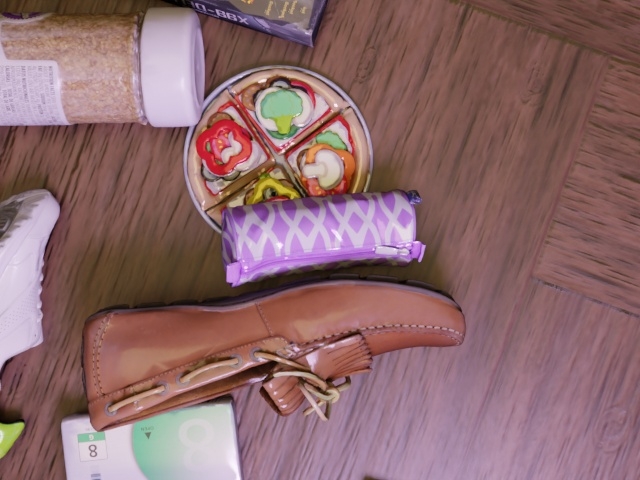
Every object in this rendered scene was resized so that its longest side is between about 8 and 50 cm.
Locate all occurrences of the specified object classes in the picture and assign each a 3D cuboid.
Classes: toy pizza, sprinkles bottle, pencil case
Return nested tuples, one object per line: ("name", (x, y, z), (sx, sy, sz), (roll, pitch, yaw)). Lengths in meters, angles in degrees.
("toy pizza", (-0.045, -0.086, 1.212), (0.201, 0.032, 0.201), (0, 89, 1))
("sprinkles bottle", (-0.300, -0.175, 1.175), (0.356, 0.121, 0.121), (0, 90, 1))
("pencil case", (0.000, 0.000, 1.164), (0.206, 0.088, 0.086), (-7, 134, -11))

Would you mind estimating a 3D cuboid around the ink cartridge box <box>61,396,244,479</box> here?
("ink cartridge box", (-0.167, 0.284, 1.203), (0.181, 0.056, 0.224), (-7, 88, 2))

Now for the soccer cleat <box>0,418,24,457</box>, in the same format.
("soccer cleat", (-0.390, 0.157, 1.210), (0.179, 0.060, 0.072), (44, 80, -5))

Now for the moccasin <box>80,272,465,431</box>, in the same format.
("moccasin", (-0.042, 0.118, 1.136), (0.380, 0.139, 0.146), (-6, 72, -11))

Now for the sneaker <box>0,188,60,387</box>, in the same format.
("sneaker", (-0.328, 0.058, 1.201), (0.115, 0.090, 0.232), (40, 70, -39))

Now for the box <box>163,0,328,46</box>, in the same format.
("box", (-0.075, -0.385, 1.194), (0.243, 0.076, 0.307), (17, 90, 1))
